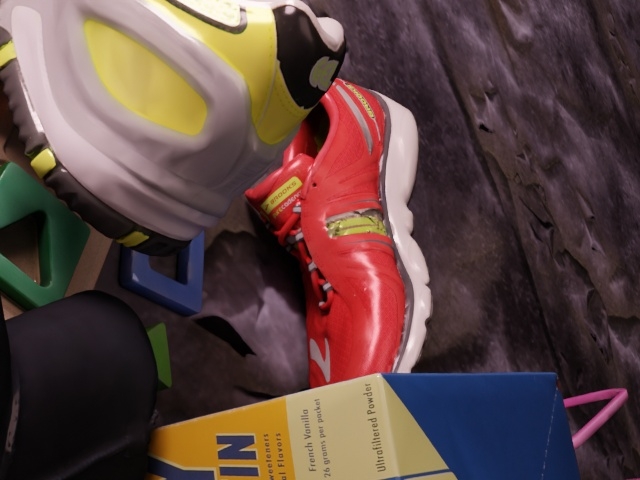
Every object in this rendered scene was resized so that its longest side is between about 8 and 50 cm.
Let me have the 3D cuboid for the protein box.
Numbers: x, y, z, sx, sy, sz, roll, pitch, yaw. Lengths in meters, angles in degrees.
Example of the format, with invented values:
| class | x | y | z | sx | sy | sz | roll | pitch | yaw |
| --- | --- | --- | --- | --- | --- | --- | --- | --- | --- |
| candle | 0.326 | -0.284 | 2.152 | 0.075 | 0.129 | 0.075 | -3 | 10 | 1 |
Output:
| class | x | y | z | sx | sy | sz | roll | pitch | yaw |
| --- | --- | --- | --- | --- | --- | --- | --- | --- | --- |
| protein box | 0.010 | 0.154 | 0.589 | 0.200 | 0.201 | 0.136 | 10 | 66 | -55 |

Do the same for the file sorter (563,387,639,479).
| class | x | y | z | sx | sy | sz | roll | pitch | yaw |
| --- | --- | --- | --- | --- | --- | --- | --- | --- | --- |
| file sorter | 0.153 | 0.268 | 0.768 | 0.202 | 0.182 | 0.290 | -13 | 84 | -60 |

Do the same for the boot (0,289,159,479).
| class | x | y | z | sx | sy | sz | roll | pitch | yaw |
| --- | --- | --- | --- | --- | --- | --- | --- | --- | --- |
| boot | -0.138 | 0.037 | 0.448 | 0.207 | 0.094 | 0.246 | -20 | 116 | -74 |

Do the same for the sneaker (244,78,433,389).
| class | x | y | z | sx | sy | sz | roll | pitch | yaw |
| --- | --- | --- | --- | --- | --- | --- | --- | --- | --- |
| sneaker | 0.000 | 0.000 | 0.784 | 0.118 | 0.107 | 0.279 | 23 | 49 | -32 |

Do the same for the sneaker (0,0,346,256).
| class | x | y | z | sx | sy | sz | roll | pitch | yaw |
| --- | --- | --- | --- | --- | --- | --- | --- | --- | --- |
| sneaker | -0.103 | -0.181 | 0.588 | 0.145 | 0.147 | 0.384 | 21 | 40 | -62 |

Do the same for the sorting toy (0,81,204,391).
| class | x | y | z | sx | sy | sz | roll | pitch | yaw |
| --- | --- | --- | --- | --- | --- | --- | --- | --- | --- |
| sorting toy | -0.164 | -0.051 | 0.576 | 0.347 | 0.047 | 0.196 | 45 | 40 | -35 |
